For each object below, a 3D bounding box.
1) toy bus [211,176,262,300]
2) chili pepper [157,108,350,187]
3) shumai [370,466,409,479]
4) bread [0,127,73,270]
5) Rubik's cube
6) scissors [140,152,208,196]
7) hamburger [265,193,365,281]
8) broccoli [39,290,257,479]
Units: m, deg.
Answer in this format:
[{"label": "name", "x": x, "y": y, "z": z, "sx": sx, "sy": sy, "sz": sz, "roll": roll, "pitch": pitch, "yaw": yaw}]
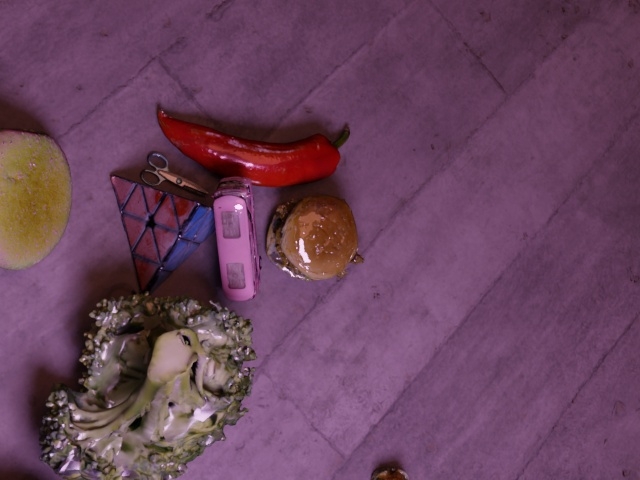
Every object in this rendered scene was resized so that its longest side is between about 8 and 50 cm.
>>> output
[{"label": "toy bus", "x": -0.135, "y": 0.001, "z": 1.892, "sx": 0.063, "sy": 0.090, "sz": 0.203, "roll": -1, "pitch": 114, "yaw": 7}, {"label": "chili pepper", "x": -0.095, "y": -0.158, "z": 2.001, "sx": 0.368, "sy": 0.092, "sz": 0.137, "roll": 4, "pitch": 65, "yaw": -29}, {"label": "shumai", "x": 0.129, "y": 0.421, "z": 1.970, "sx": 0.083, "sy": 0.080, "sz": 0.082, "roll": -36, "pitch": 96, "yaw": -31}, {"label": "bread", "x": -0.454, "y": -0.066, "z": 1.757, "sx": 0.228, "sy": 0.033, "sz": 0.228, "roll": -16, "pitch": 108, "yaw": -58}, {"label": "Rubik's cube", "x": -0.202, "y": -0.034, "z": 1.893, "sx": 0.178, "sy": 0.190, "sz": 0.211, "roll": -12, "pitch": 87, "yaw": -46}, {"label": "scissors", "x": -0.245, "y": -0.102, "z": 1.950, "sx": 0.119, "sy": 0.014, "sz": 0.058, "roll": 27, "pitch": 71, "yaw": -15}, {"label": "hamburger", "x": 0.000, "y": 0.000, "z": 1.983, "sx": 0.185, "sy": 0.131, "sz": 0.159, "roll": 24, "pitch": 71, "yaw": -24}, {"label": "broccoli", "x": -0.269, "y": 0.202, "z": 1.724, "sx": 0.375, "sy": 0.302, "sz": 0.249, "roll": -31, "pitch": 54, "yaw": -25}]
